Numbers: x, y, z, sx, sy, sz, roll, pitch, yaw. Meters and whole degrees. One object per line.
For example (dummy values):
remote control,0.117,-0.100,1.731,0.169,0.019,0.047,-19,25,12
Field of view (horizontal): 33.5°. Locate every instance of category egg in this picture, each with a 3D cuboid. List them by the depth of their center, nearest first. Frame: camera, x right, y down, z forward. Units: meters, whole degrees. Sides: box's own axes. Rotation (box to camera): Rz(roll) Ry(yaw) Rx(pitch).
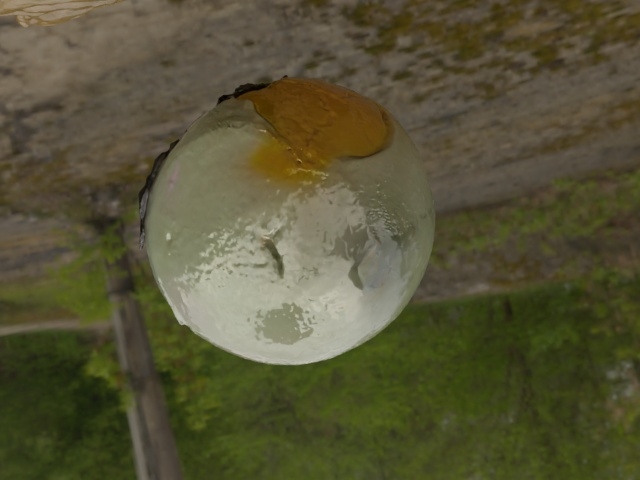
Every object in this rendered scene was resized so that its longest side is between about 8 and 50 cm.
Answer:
egg,0.000,0.000,1.077,0.337,0.337,0.201,-10,-156,-27

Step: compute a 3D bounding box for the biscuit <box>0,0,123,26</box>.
biscuit,-0.228,-0.282,1.088,0.269,0.051,0.376,-16,-179,-35
